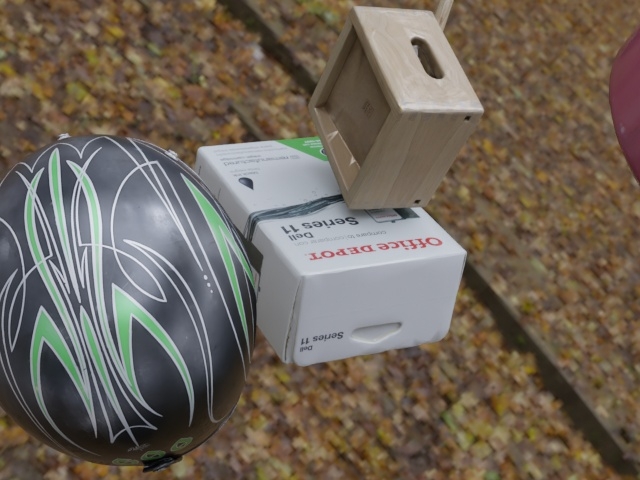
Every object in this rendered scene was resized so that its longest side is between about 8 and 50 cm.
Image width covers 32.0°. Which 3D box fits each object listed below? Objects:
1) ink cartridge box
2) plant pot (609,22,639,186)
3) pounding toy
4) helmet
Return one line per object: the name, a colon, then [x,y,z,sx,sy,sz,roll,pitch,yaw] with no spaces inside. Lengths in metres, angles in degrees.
ink cartridge box: [0.000,0.000,0.917,0.153,0.086,0.208,-8,35,-27]
plant pot: [0.215,-0.073,0.407,0.201,0.180,0.201,17,56,-28]
pounding toy: [0.065,-0.119,0.865,0.100,0.130,0.141,-2,53,-26]
helmet: [-0.112,0.031,0.599,0.161,0.169,0.169,76,-8,-55]
